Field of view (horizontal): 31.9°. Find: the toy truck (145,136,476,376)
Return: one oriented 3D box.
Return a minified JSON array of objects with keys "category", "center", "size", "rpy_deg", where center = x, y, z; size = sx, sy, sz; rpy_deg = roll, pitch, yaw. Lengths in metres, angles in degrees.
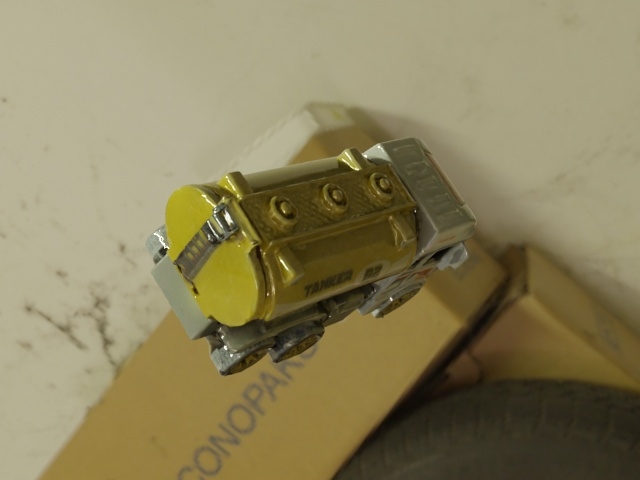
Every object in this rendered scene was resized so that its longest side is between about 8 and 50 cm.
[{"category":"toy truck","center":[0.000,0.000,0.359],"size":[0.123,0.052,0.063],"rpy_deg":[-16,-21,-49]}]
